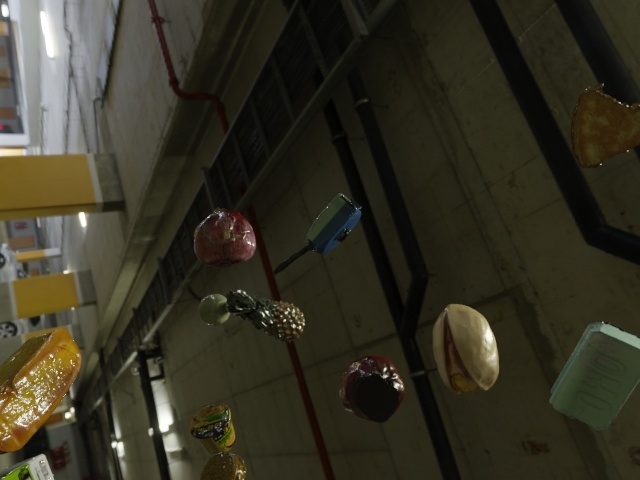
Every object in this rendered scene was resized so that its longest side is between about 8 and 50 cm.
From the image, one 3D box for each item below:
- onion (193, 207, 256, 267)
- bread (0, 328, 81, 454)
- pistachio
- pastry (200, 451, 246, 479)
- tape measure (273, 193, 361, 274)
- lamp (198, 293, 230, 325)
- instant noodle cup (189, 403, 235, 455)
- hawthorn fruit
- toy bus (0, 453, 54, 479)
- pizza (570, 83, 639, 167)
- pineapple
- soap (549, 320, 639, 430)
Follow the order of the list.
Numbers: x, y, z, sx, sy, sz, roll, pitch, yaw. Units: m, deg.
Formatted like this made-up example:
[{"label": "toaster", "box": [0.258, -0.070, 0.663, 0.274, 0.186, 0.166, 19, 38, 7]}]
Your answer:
[{"label": "onion", "box": [-0.364, -0.042, 1.707, 0.120, 0.227, 0.284, 102, -26, -49]}, {"label": "bread", "box": [-0.484, 0.240, 0.756, 0.245, 0.094, 0.102, -88, 168, -68]}, {"label": "pistachio", "box": [0.496, 0.374, 1.602, 0.230, 0.229, 0.309, -46, -146, 51]}, {"label": "pastry", "box": [-0.213, 0.513, 0.999, 0.109, 0.097, 0.057, 22, -22, 44]}, {"label": "tape measure", "box": [0.000, 0.000, 1.556, 0.098, 0.215, 0.351, 45, -81, 11]}, {"label": "lamp", "box": [-0.267, 0.191, 1.305, 0.163, 0.091, 0.091, -13, -94, 24]}, {"label": "instant noodle cup", "box": [-0.378, 0.683, 1.641, 0.151, 0.151, 0.122, 26, -44, 51]}, {"label": "hawthorn fruit", "box": [0.139, 0.446, 1.370, 0.251, 0.189, 0.190, -49, -123, 59]}, {"label": "toy bus", "box": [-0.546, 0.568, 0.851, 0.139, 0.113, 0.302, 144, -74, -89]}, {"label": "pizza", "box": [0.665, -0.250, 1.010, 0.198, 0.062, 0.188, 9, -63, 32]}, {"label": "pineapple", "box": [-0.098, 0.126, 0.797, 0.074, 0.159, 0.074, -23, -128, 33]}, {"label": "soap", "box": [0.722, 0.351, 1.192, 0.150, 0.094, 0.262, 28, -67, 27]}]
